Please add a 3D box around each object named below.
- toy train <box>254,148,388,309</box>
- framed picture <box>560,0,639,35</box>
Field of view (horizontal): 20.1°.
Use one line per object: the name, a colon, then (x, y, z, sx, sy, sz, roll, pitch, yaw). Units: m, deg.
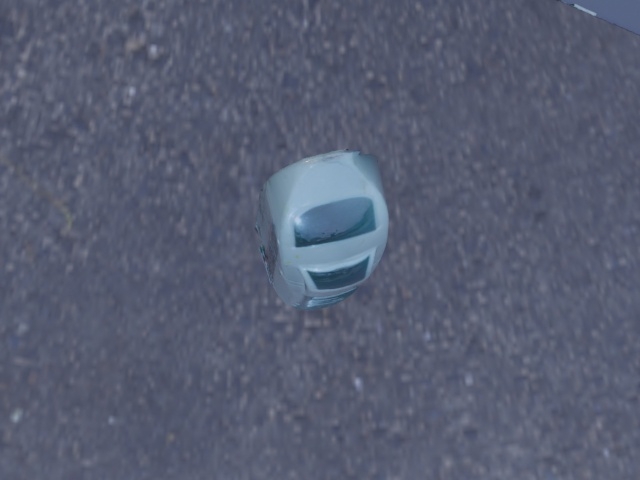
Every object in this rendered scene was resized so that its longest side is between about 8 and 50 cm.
toy train: (0.000, 0.000, 1.380, 0.086, 0.407, 0.088, -12, 85, -3)
framed picture: (0.325, -0.270, 1.221, 0.244, 0.013, 0.324, 27, 107, 18)
